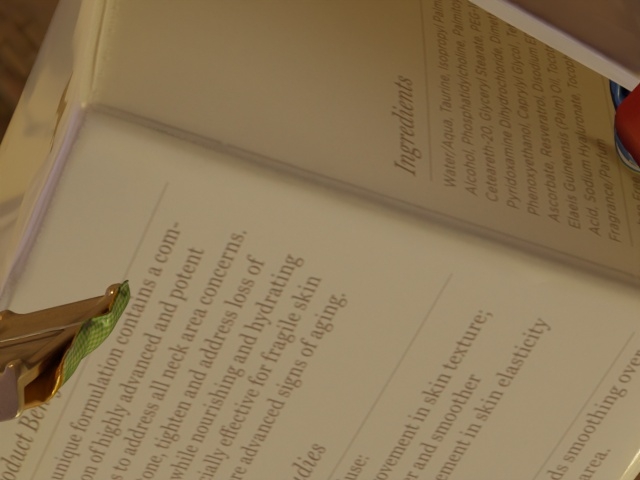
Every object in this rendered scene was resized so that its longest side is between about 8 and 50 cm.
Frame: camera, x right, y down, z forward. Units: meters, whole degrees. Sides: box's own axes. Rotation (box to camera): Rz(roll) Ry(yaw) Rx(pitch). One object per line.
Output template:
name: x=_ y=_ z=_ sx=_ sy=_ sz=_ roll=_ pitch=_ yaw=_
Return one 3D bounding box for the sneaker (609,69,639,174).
sneaker: x=0.175 y=-0.105 z=1.008 sx=0.059 sy=0.053 sz=0.144 roll=-34 pitch=-67 yaw=-81

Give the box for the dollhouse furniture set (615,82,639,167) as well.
dollhouse furniture set: x=0.180 y=-0.166 z=0.364 sx=0.152 sy=0.374 sz=0.201 roll=42 pitch=-169 yaw=-9

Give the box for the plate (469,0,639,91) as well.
plate: x=0.054 y=-0.144 z=0.860 sx=0.277 sy=0.045 sz=0.278 roll=33 pitch=-172 yaw=12

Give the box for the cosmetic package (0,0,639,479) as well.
cosmetic package: x=0.000 y=0.000 z=1.192 sx=0.394 sy=0.329 sz=0.327 roll=18 pitch=-142 yaw=-14

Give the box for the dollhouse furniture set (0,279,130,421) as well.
dollhouse furniture set: x=-0.131 y=0.067 z=0.654 sx=0.076 sy=0.152 sz=0.058 roll=-43 pitch=-64 yaw=-59
